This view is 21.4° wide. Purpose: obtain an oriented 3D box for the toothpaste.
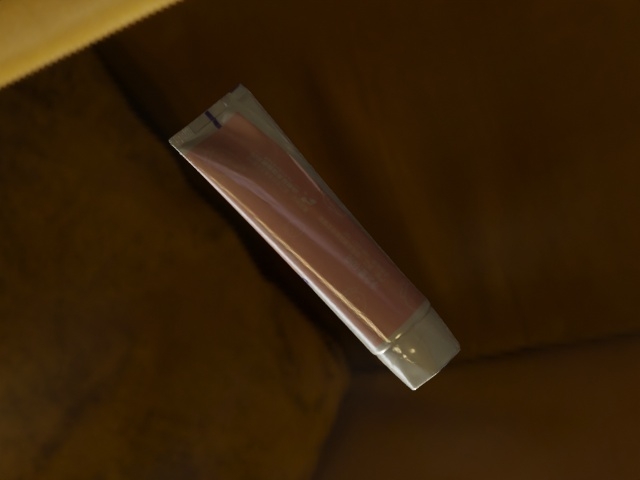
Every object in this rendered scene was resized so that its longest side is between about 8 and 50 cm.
[{"bbox_3d":[0.000,0.000,0.950,0.194,0.067,0.043,48,141,-2],"label":"toothpaste"}]
